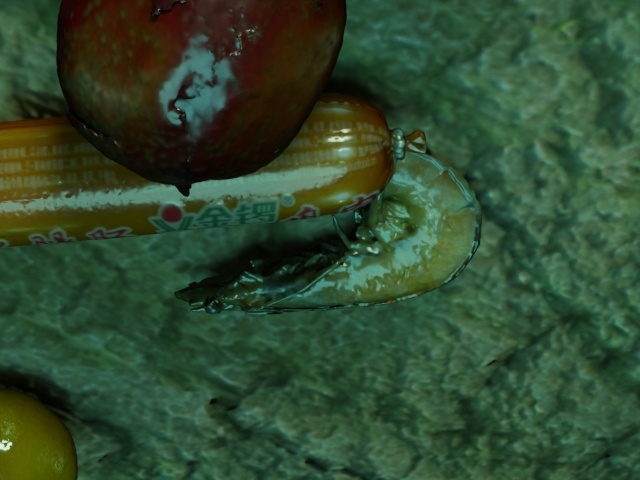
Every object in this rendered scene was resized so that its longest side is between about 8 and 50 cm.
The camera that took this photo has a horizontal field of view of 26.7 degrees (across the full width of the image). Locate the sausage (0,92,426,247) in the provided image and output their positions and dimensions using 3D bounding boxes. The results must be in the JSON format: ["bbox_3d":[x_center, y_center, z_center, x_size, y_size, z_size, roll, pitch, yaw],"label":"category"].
[{"bbox_3d":[-0.080,-0.052,0.955,0.312,0.093,0.093,-5,134,3],"label":"sausage"}]

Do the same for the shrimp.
[{"bbox_3d":[0.000,-0.001,1.043,0.251,0.052,0.143,-17,122,4],"label":"shrimp"}]

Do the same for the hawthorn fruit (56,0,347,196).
[{"bbox_3d":[-0.057,-0.145,0.831,0.181,0.181,0.235,35,107,-30],"label":"hawthorn fruit"}]

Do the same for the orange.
[{"bbox_3d":[-0.286,0.204,1.167,0.155,0.134,0.154,-5,131,-6],"label":"orange"}]
